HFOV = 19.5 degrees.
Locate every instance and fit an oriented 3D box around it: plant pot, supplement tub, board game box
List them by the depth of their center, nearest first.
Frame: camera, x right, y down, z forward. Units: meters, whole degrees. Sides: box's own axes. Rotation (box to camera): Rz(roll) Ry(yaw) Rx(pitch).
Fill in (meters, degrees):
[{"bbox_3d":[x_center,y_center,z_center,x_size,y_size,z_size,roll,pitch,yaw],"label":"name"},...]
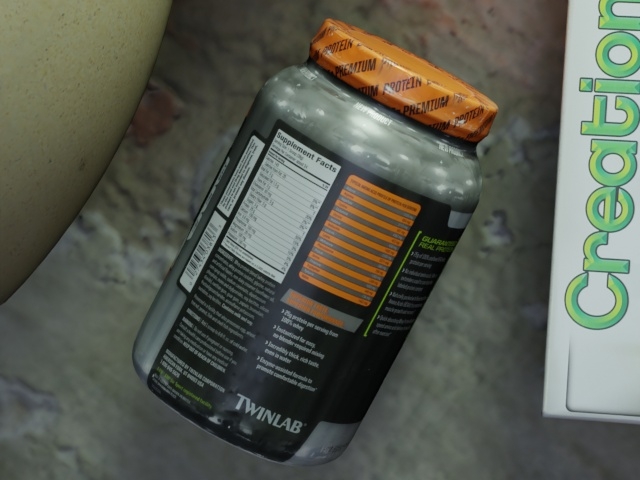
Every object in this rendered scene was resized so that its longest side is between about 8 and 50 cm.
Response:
[{"bbox_3d":[-0.167,-0.139,0.791,0.191,0.284,0.284,-44,93,5],"label":"plant pot"},{"bbox_3d":[0.207,-0.064,0.854,0.193,0.053,0.305,3,92,7],"label":"board game box"},{"bbox_3d":[0.000,0.000,0.875,0.117,0.117,0.190,28,101,0],"label":"supplement tub"}]
